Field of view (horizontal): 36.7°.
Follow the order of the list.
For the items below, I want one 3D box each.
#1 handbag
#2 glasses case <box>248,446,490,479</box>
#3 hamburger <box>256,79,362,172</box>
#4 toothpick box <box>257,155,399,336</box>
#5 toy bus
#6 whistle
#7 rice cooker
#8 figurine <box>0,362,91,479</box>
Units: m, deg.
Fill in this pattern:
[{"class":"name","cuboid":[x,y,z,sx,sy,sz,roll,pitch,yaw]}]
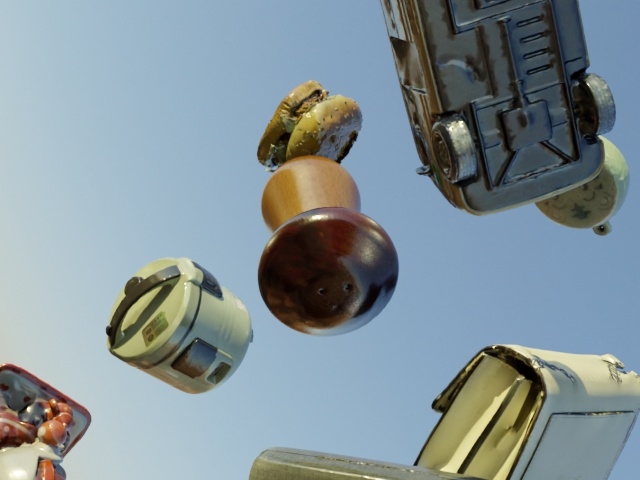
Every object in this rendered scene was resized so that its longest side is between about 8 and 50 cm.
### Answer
[{"class":"handbag","cuboid":[0.314,0.269,1.395,0.160,0.358,0.237,37,-75,36]},{"class":"glasses case","cuboid":[0.065,0.336,1.175,0.074,0.323,0.131,-10,104,-71]},{"class":"hamburger","cuboid":[-0.019,-0.160,1.558,0.113,0.185,0.177,36,-30,9]},{"class":"toothpick box","cuboid":[0.000,0.000,1.363,0.294,0.192,0.192,-104,-175,-58]},{"class":"toy bus","cuboid":[0.151,-0.221,0.941,0.202,0.176,0.365,-130,-156,-71]},{"class":"whistle","cuboid":[0.294,-0.117,1.188,0.126,0.067,0.258,-22,-73,42]},{"class":"rice cooker","cuboid":[-0.260,0.156,1.776,0.244,0.226,0.226,39,-1,-38]},{"class":"figurine","cuboid":[-0.349,0.290,1.125,0.160,0.183,0.226,42,-3,-33]}]
